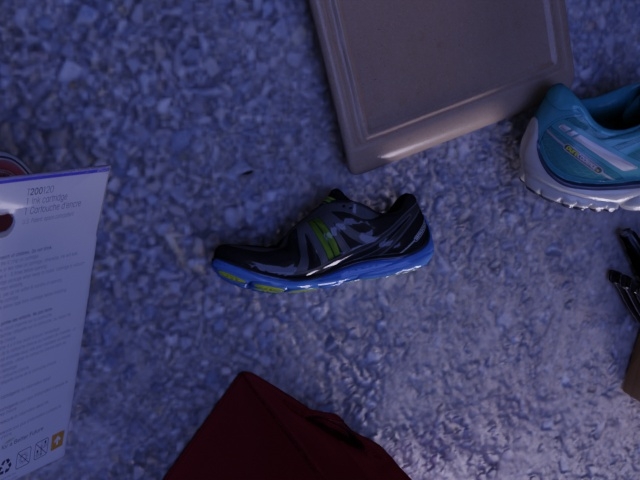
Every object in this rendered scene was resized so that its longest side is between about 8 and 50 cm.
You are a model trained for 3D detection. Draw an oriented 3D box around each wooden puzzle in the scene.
[{"bbox_3d":[0.093,-0.193,0.733,0.220,0.044,0.239,-22,119,-16],"label":"wooden puzzle"}]

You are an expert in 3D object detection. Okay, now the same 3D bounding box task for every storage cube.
[{"bbox_3d":[-0.019,0.257,0.743,0.183,0.193,0.215,35,90,-29],"label":"storage cube"}]

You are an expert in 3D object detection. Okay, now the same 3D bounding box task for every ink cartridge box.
[{"bbox_3d":[-0.213,0.059,0.519,0.206,0.045,0.208,-16,124,-60],"label":"ink cartridge box"}]

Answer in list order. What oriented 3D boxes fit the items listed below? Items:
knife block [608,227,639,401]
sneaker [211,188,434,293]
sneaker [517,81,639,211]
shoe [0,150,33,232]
[{"bbox_3d":[0.412,0.064,0.925,0.275,0.088,0.242,8,104,-25],"label":"knife block"},{"bbox_3d":[0.000,0.000,0.748,0.188,0.067,0.078,-10,89,-18],"label":"sneaker"},{"bbox_3d":[0.307,-0.086,0.792,0.275,0.107,0.110,-2,123,-13],"label":"sneaker"},{"bbox_3d":[-0.215,0.030,0.645,0.063,0.081,0.178,-6,109,-22],"label":"shoe"}]
